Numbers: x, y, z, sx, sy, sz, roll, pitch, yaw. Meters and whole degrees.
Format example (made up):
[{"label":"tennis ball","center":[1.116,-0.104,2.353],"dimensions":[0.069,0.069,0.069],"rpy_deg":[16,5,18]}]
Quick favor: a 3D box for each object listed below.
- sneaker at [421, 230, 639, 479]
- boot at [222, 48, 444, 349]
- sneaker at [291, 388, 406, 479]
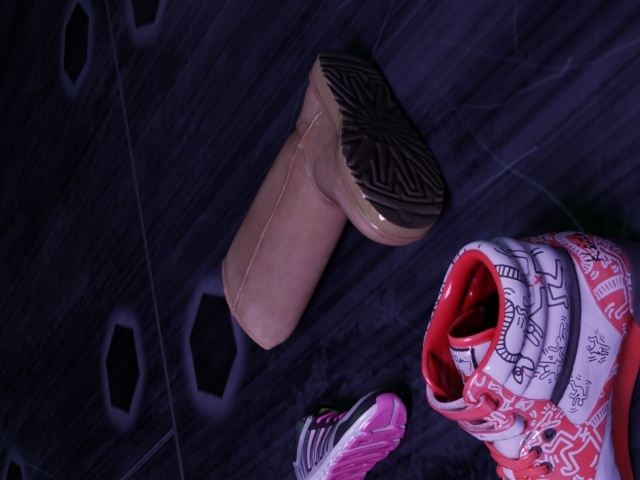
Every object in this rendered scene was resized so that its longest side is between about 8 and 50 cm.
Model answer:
[{"label":"sneaker","center":[0.128,0.127,0.733],"dimensions":[0.090,0.145,0.270],"rpy_deg":[14,100,60]},{"label":"boot","center":[0.000,0.000,1.034],"dimensions":[0.236,0.089,0.269],"rpy_deg":[-104,33,-46]},{"label":"sneaker","center":[0.016,0.167,1.005],"dimensions":[0.075,0.063,0.170],"rpy_deg":[65,145,29]}]
